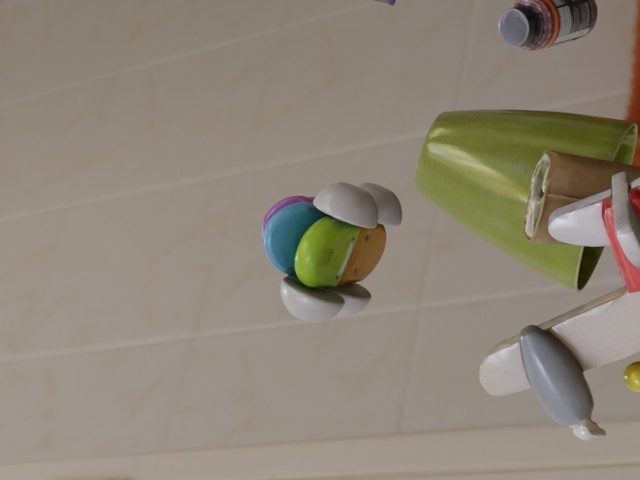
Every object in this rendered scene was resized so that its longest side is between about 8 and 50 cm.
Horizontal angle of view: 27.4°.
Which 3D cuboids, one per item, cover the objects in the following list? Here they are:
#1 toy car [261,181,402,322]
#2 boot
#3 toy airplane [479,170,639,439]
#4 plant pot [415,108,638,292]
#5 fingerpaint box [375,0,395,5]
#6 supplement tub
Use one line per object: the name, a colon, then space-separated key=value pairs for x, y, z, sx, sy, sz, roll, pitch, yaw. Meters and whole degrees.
toy car: x=0.000 y=0.000 z=1.510 sx=0.182 sy=0.136 sz=0.159 roll=-6 pitch=-60 yaw=-66
boot: x=0.432 y=-0.092 z=1.786 sx=0.089 sy=0.270 sz=0.236 roll=-111 pitch=29 yaw=-73
toy airplane: x=0.425 y=0.099 z=1.548 sx=0.385 sy=0.386 sz=0.272 roll=11 pitch=-133 yaw=-12
plant pot: x=0.308 y=-0.094 z=2.048 sx=0.274 sy=0.294 sz=0.274 roll=-55 pitch=-25 yaw=-40
fingerpaint box: x=0.030 y=-0.491 z=1.579 sx=0.371 sy=0.163 sz=0.445 roll=-70 pitch=-13 yaw=13
supplement tub: x=0.415 y=-0.409 z=2.418 sx=0.198 sy=0.106 sz=0.106 roll=-20 pitch=-81 yaw=-40
